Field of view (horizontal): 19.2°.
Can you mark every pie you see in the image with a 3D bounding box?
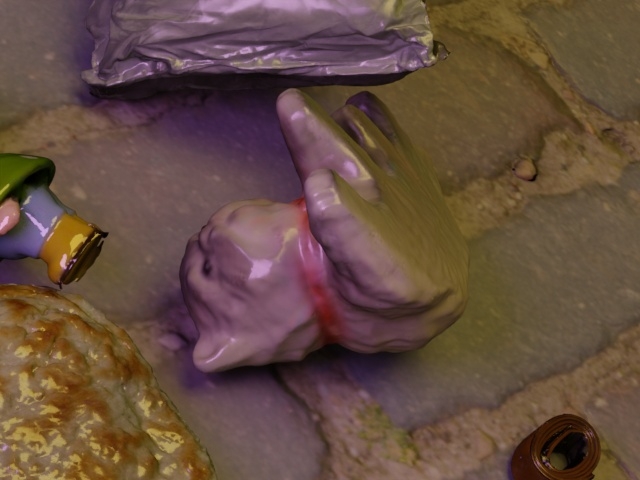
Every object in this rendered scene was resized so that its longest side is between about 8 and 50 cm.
[{"bbox_3d":[-0.192,0.131,1.247,0.201,0.090,0.248,-19,64,-42],"label":"pie"}]

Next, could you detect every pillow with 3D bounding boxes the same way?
[{"bbox_3d":[-0.039,-0.258,1.558,0.310,0.138,0.283,-2,72,12],"label":"pillow"}]

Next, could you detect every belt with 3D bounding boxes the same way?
[{"bbox_3d":[0.188,0.174,1.500,0.059,0.036,0.083,50,43,9],"label":"belt"}]

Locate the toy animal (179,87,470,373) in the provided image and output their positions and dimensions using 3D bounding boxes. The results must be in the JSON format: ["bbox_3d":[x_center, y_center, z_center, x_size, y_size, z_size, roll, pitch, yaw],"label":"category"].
[{"bbox_3d":[0.000,0.000,1.482,0.266,0.188,0.308,33,21,-33],"label":"toy animal"}]

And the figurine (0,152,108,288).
[{"bbox_3d":[-0.271,-0.061,1.335,0.263,0.143,0.162,33,4,3],"label":"figurine"}]
